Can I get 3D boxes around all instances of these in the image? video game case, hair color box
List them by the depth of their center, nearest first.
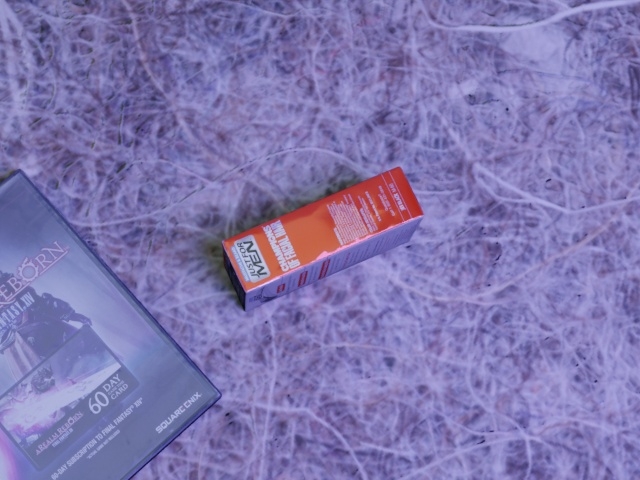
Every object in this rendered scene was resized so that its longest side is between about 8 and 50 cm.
[{"bbox_3d":[-0.249,0.099,0.965,0.196,0.026,0.274,-41,84,-12],"label":"video game case"},{"bbox_3d":[0.000,0.000,0.971,0.167,0.093,0.053,-24,79,-10],"label":"hair color box"}]
